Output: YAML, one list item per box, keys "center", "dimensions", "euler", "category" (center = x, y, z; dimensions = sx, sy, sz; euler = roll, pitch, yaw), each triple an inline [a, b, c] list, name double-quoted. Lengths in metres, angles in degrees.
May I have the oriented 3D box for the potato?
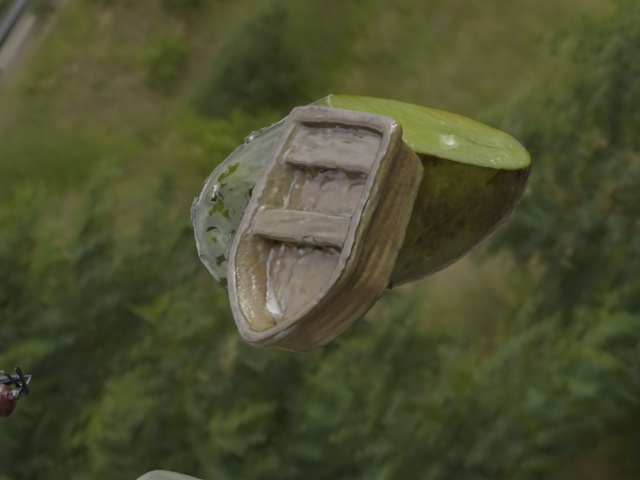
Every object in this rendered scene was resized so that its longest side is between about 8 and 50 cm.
- center: [0.035, -0.039, 1.661]
  dimensions: [0.141, 0.298, 0.176]
  euler: [-126, 26, -45]
  category: "potato"

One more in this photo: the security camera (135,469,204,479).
- center: [-0.058, 0.147, 1.057]
  dimensions: [0.058, 0.092, 0.058]
  euler: [11, -90, -71]
  category: "security camera"

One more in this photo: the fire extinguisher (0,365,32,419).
- center: [-0.227, 0.109, 1.379]
  dimensions: [0.100, 0.032, 0.046]
  euler: [-23, 2, 34]
  category: "fire extinguisher"

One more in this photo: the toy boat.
- center: [0.000, 0.000, 1.446]
  dimensions: [0.116, 0.061, 0.188]
  euler: [10, 71, 41]
  category: "toy boat"
